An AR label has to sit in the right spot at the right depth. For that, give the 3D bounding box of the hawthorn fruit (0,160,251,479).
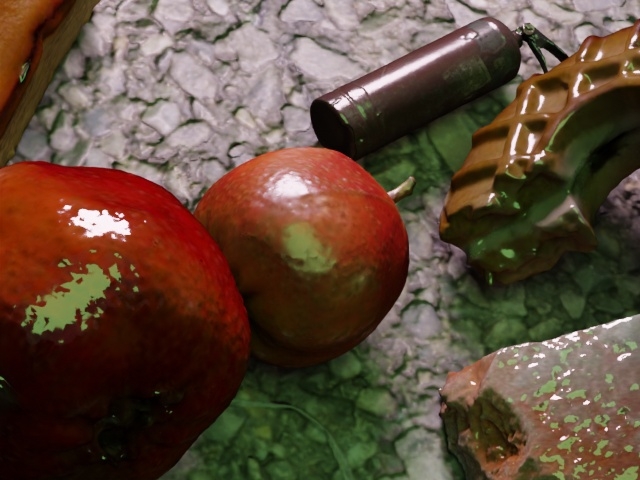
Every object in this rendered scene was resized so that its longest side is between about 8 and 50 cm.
[{"bbox_3d":[-0.207,0.056,1.283,0.265,0.265,0.307,-22,43,-21],"label":"hawthorn fruit"}]

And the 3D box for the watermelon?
[{"bbox_3d":[0.276,0.198,1.369,0.302,0.151,0.264,-2,62,-15],"label":"watermelon"}]

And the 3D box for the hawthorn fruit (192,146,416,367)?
[{"bbox_3d":[0.000,0.000,1.389,0.225,0.196,0.196,-31,75,-30],"label":"hawthorn fruit"}]

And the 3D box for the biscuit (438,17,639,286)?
[{"bbox_3d":[0.290,-0.090,1.419,0.115,0.366,0.268,48,53,-31],"label":"biscuit"}]

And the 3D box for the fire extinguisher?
[{"bbox_3d":[0.122,-0.151,1.549,0.267,0.072,0.089,-28,80,-23],"label":"fire extinguisher"}]

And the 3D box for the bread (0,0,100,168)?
[{"bbox_3d":[-0.387,-0.212,1.423,0.333,0.143,0.324,21,62,-2],"label":"bread"}]
